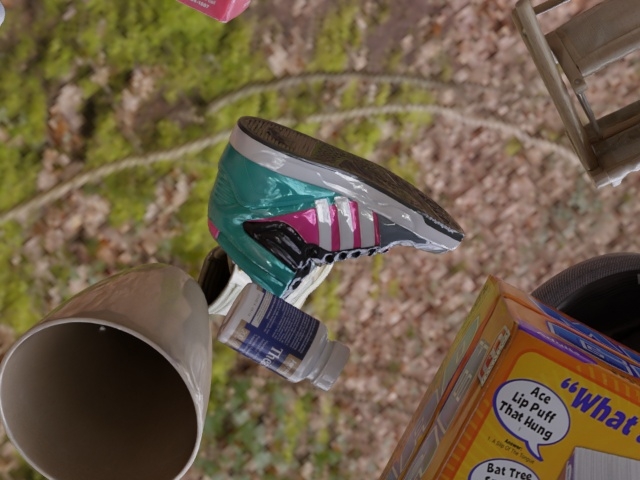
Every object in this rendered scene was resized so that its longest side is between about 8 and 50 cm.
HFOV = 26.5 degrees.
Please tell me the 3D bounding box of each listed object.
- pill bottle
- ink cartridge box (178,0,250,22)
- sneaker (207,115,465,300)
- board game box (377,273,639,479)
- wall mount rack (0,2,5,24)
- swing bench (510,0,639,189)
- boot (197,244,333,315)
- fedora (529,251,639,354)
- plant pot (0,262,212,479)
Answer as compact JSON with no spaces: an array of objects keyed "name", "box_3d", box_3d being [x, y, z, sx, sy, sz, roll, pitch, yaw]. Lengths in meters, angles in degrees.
[{"name":"pill bottle","box_3d":[-0.035,0.097,1.327,0.067,0.120,0.067,-58,-173,12]},{"name":"ink cartridge box","box_3d":[-0.116,-0.362,1.336,0.100,0.172,0.237,-59,173,-67]},{"name":"sneaker","box_3d":[0.000,0.000,1.459,0.178,0.295,0.124,-59,-152,17]},{"name":"board game box","box_3d":[0.250,0.289,1.339,0.356,0.356,0.356,-62,180,7]},{"name":"wall mount rack","box_3d":[-0.227,-0.108,0.488,0.304,0.130,0.350,11,-156,31]},{"name":"swing bench","box_3d":[0.402,-0.228,1.679,0.253,0.255,0.165,-25,-177,8]},{"name":"boot","box_3d":[-0.073,0.028,1.907,0.077,0.165,0.213,40,-78,42]},{"name":"fedora","box_3d":[0.363,0.146,1.634,0.275,0.244,0.124,-31,150,-2]},{"name":"plant pot","box_3d":[-0.241,0.146,1.732,0.256,0.256,0.274,-34,-165,23]}]
